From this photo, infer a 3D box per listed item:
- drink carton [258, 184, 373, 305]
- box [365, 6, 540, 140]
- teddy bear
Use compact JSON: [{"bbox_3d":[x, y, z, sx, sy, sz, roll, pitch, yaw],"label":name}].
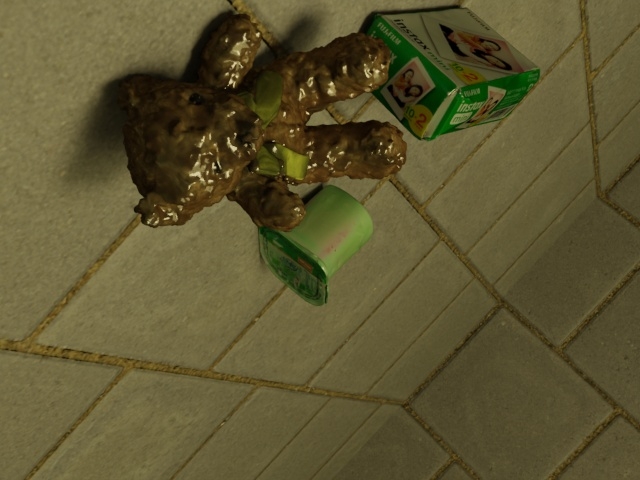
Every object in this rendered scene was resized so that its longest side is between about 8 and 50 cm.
[{"bbox_3d":[0.000,0.000,1.287,0.142,0.146,0.144,-44,158,-26],"label":"drink carton"},{"bbox_3d":[0.179,-0.238,1.141,0.250,0.180,0.103,-21,150,-47],"label":"box"},{"bbox_3d":[-0.055,-0.130,0.888,0.296,0.246,0.222,-11,-171,4],"label":"teddy bear"}]
